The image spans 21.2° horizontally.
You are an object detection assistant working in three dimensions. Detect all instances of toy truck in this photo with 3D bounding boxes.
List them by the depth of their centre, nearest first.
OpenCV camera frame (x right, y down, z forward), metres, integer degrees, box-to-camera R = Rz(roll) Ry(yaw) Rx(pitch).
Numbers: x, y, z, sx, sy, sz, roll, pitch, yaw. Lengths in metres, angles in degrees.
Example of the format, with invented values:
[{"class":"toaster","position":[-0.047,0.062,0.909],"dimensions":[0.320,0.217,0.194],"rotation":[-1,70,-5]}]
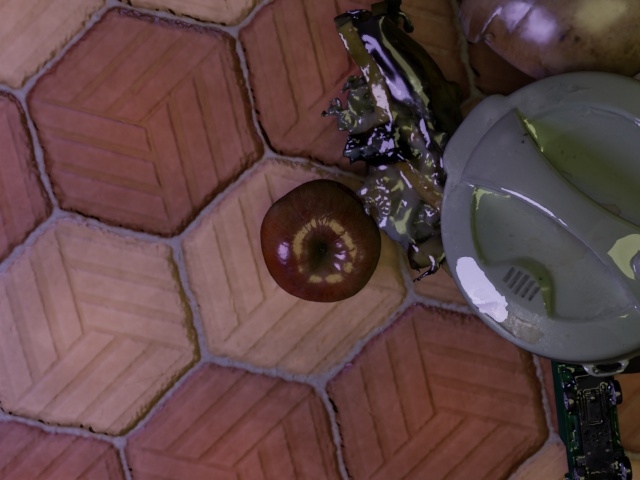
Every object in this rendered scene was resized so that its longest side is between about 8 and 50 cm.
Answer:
[{"class":"toy truck","position":[0.288,0.194,1.828],"dimensions":[0.065,0.079,0.147],"rotation":[-9,101,-3]}]

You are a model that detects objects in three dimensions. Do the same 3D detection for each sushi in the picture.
[{"class":"sushi","position":[0.091,-0.105,1.745],"dimensions":[0.131,0.139,0.291],"rotation":[-22,98,17]}]

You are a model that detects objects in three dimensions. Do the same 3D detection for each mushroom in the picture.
[{"class":"mushroom","position":[0.254,-0.257,1.683],"dimensions":[0.255,0.184,0.255],"rotation":[-2,71,5]}]

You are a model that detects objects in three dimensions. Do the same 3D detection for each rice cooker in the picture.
[{"class":"rice cooker","position":[0.266,-0.015,1.629],"dimensions":[0.288,0.277,0.288],"rotation":[-3,81,21]}]

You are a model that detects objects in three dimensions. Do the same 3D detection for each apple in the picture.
[{"class":"apple","position":[0.000,0.003,1.761],"dimensions":[0.126,0.102,0.126],"rotation":[0,101,-2]}]
